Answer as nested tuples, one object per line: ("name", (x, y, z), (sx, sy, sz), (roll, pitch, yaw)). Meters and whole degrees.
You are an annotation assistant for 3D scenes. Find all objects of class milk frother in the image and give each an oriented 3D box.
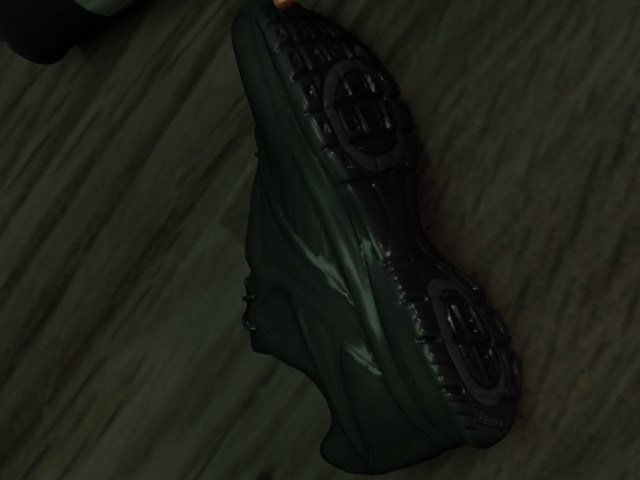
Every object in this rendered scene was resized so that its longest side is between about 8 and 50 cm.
("milk frother", (-0.160, -0.196, 1.164), (0.135, 0.143, 0.129), (-31, 68, 28))

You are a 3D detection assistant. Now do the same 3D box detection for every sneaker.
("sneaker", (0.000, 0.000, 1.100), (0.130, 0.109, 0.286), (-29, 74, 32))

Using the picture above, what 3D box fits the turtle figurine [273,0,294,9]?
("turtle figurine", (0.041, -0.246, 1.074), (0.217, 0.087, 0.269), (-23, 47, 21))
